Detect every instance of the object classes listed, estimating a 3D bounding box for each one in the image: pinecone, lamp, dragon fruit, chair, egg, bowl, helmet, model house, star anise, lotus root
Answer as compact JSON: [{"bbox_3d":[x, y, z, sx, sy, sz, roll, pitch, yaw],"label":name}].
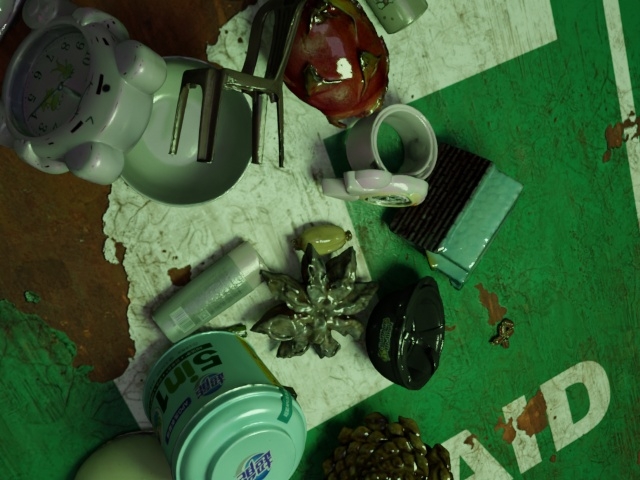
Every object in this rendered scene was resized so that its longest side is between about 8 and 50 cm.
[{"bbox_3d":[0.198,0.635,1.468,0.384,0.384,0.384,-5,105,-19],"label":"pinecone"},{"bbox_3d":[0.518,0.262,1.648,0.063,0.031,0.083,19,93,-25],"label":"lamp"},{"bbox_3d":[0.019,-0.378,1.190,0.250,0.250,0.315,-49,154,-3],"label":"dragon fruit"},{"bbox_3d":[-0.141,-0.298,1.031,0.183,0.176,0.326,2,99,-34],"label":"chair"},{"bbox_3d":[-0.414,0.583,1.305,0.286,0.174,0.264,-11,103,-14],"label":"egg"},{"bbox_3d":[-0.284,-0.218,1.169,0.287,0.144,0.287,-5,105,-19],"label":"bowl"},{"bbox_3d":[0.198,0.222,1.440,0.230,0.160,0.278,1,91,-53],"label":"helmet"},{"bbox_3d":[0.308,-0.063,1.419,0.249,0.230,0.280,33,87,17],"label":"model house"},{"bbox_3d":[-0.005,0.158,1.367,0.332,0.117,0.331,-10,121,-18],"label":"star anise"},{"bbox_3d":[0.000,0.000,1.373,0.150,0.062,0.073,-9,129,-16],"label":"lotus root"}]

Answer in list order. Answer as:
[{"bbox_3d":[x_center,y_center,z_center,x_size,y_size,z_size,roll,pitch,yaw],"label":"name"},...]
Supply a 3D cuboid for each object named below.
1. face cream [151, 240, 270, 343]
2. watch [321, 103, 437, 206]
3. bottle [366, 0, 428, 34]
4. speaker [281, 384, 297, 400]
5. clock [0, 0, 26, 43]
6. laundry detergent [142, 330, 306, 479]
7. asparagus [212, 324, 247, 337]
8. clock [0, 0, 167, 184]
[{"bbox_3d":[-0.241,0.117,1.306,0.269,0.073,0.107,-37,118,-8],"label":"face cream"},{"bbox_3d":[0.135,-0.194,1.327,0.248,0.211,0.217,8,82,-29],"label":"watch"},{"bbox_3d":[0.128,-0.571,1.253,0.110,0.110,0.233,-42,114,-6],"label":"bottle"},{"bbox_3d":[-0.133,0.466,1.448,0.082,0.044,0.218,16,97,-23],"label":"speaker"},{"bbox_3d":[-0.651,-0.454,1.006,0.248,0.090,0.227,32,91,-22],"label":"clock"},{"bbox_3d":[-0.198,0.386,1.235,0.287,0.305,0.287,-12,115,-27],"label":"laundry detergent"},{"bbox_3d":[-0.251,0.230,1.354,0.165,0.030,0.036,-15,122,-17],"label":"asparagus"},{"bbox_3d":[-0.431,-0.258,1.013,0.295,0.322,0.113,-64,152,3],"label":"clock"}]
